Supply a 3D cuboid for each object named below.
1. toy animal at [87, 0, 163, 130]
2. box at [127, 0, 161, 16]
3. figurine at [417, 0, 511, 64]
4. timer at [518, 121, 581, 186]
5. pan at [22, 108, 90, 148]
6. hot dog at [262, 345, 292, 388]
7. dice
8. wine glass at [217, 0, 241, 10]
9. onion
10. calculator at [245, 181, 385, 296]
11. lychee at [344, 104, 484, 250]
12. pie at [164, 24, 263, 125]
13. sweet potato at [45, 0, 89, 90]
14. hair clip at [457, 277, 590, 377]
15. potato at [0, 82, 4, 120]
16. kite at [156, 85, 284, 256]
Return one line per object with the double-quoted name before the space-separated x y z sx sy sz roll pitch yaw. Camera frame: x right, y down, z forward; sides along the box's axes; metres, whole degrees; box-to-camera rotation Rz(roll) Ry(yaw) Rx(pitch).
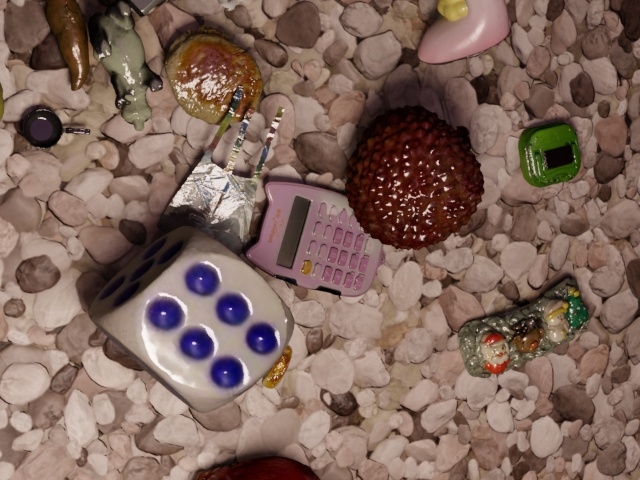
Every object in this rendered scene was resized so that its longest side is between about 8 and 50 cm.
"toy animal" -0.339 -0.301 1.813 0.093 0.121 0.225 -24 106 -12
"box" -0.311 -0.438 1.822 0.069 0.122 0.084 -45 106 -3
"figurine" 0.182 -0.499 1.984 0.206 0.284 0.316 -48 133 -25
"timer" 0.486 -0.181 2.206 0.140 0.047 0.128 -14 98 -22
"pan" -0.458 -0.191 1.814 0.115 0.023 0.069 3 90 -20
"hot dog" -0.079 0.240 1.986 0.030 0.034 0.090 28 80 -22
"dice" -0.220 0.133 1.805 0.243 0.251 0.259 -47 108 -14
"wine glass" -0.141 -0.532 1.876 0.164 0.165 0.197 -24 93 -21
"onion" -0.098 0.528 1.896 0.280 0.221 0.281 1 98 5
"calculator" -0.001 0.000 2.011 0.294 0.043 0.194 18 84 -26
"lychee" 0.182 -0.122 1.963 0.300 0.264 0.264 -46 108 -19
"pie" -0.191 -0.294 1.899 0.193 0.079 0.163 27 86 -24
"sweet potato" -0.441 -0.394 1.793 0.067 0.067 0.274 -15 101 -22
"hair clip" 0.442 0.189 2.176 0.321 0.091 0.138 -23 103 -20
"potato" -0.625 -0.259 1.681 0.248 0.143 0.169 35 40 -16
"kite" -0.160 -0.116 1.916 0.169 0.015 0.310 26 97 -22
